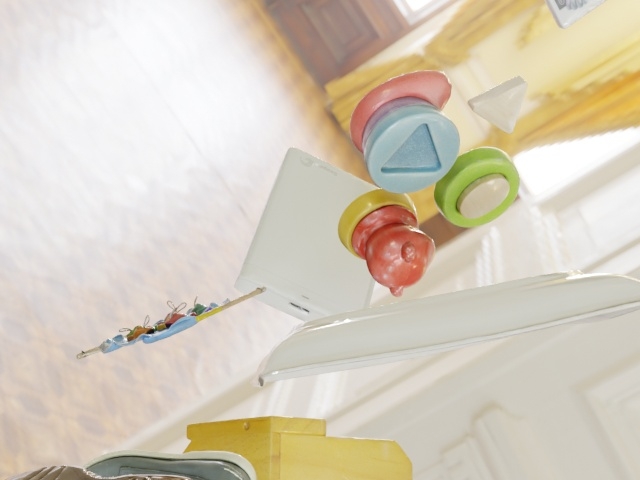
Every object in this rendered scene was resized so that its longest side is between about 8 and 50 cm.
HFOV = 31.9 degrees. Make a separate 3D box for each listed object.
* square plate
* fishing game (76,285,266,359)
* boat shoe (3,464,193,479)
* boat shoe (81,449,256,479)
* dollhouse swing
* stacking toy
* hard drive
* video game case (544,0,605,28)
[{"bbox_3d":[0.102,0.085,1.068,0.347,0.344,0.049,119,-39,-80],"label":"square plate"},{"bbox_3d":[-0.212,0.107,1.501,0.189,0.264,0.041,-22,92,-46],"label":"fishing game"},{"bbox_3d":[-0.288,0.358,1.379,0.123,0.342,0.123,-36,117,-61],"label":"boat shoe"},{"bbox_3d":[-0.253,0.382,1.663,0.099,0.319,0.116,-66,142,-56],"label":"boat shoe"},{"bbox_3d":[-0.047,0.504,2.008,0.305,0.315,0.347,15,69,-46],"label":"dollhouse swing"},{"bbox_3d":[0.177,-0.077,1.562,0.130,0.279,0.309,-116,-160,-46],"label":"stacking toy"},{"bbox_3d":[0.000,0.000,1.762,0.203,0.040,0.308,25,45,-8],"label":"hard drive"},{"bbox_3d":[0.310,-0.369,1.293,0.190,0.173,0.022,54,3,-27],"label":"video game case"}]
